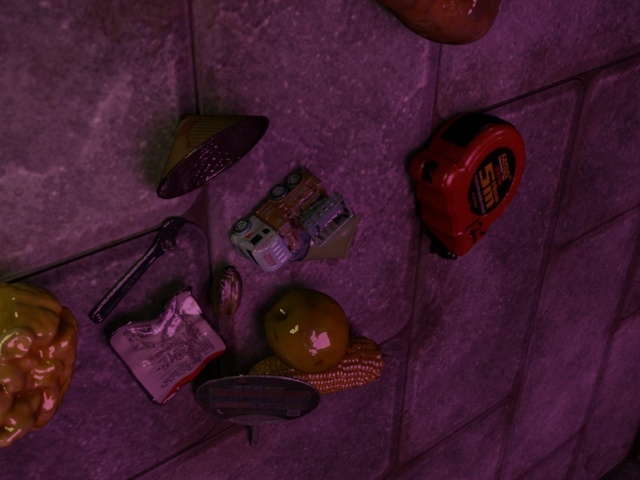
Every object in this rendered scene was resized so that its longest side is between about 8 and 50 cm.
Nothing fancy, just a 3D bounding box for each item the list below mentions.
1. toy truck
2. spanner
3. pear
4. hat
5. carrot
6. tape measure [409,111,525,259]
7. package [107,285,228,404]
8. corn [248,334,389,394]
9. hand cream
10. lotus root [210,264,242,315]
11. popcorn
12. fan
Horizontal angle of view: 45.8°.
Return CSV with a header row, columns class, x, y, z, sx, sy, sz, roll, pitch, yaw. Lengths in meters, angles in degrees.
class,x,y,z,sx,sy,sz,roll,pitch,yaw
toy truck,-0.049,-0.024,1.246,0.178,0.115,0.080,-43,139,-10
spanner,-0.278,0.044,1.155,0.208,0.012,0.046,-49,139,-5
pear,-0.019,0.165,1.375,0.162,0.149,0.148,35,90,-28
hat,-0.172,-0.146,1.080,0.193,0.082,0.193,-35,174,-4
carrot,0.160,-0.394,1.185,0.302,0.139,0.138,12,108,-39
tape measure,0.295,-0.124,1.508,0.260,0.114,0.253,-43,138,-18
package,-0.250,0.171,1.254,0.166,0.040,0.232,-37,145,-14
corn,-0.006,0.253,1.492,0.305,0.106,0.106,-5,120,-36
hand cream,0.000,0.000,1.366,0.175,0.046,0.095,-9,122,-48
lotus root,-0.156,0.083,1.267,0.054,0.049,0.099,0,116,-20
popcorn,-0.405,0.175,0.982,0.226,0.203,0.200,-35,129,5
fan,-0.094,0.312,1.411,0.223,0.012,0.294,-16,140,17
